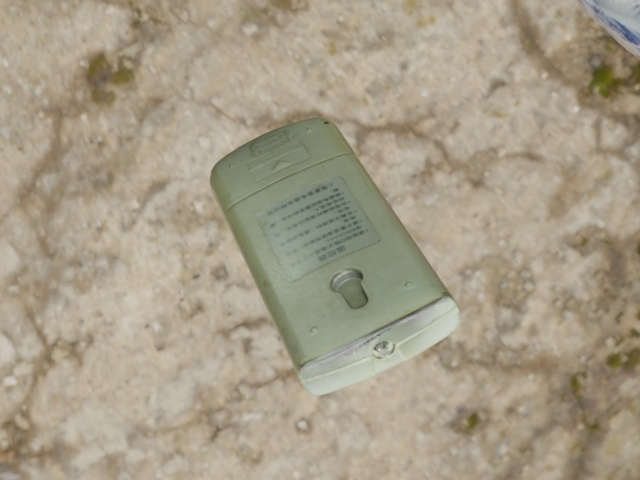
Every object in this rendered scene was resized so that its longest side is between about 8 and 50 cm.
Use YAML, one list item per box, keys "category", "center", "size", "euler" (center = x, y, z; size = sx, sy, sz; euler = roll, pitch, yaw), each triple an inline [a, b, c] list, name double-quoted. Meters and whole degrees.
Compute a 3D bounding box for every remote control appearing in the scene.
- category: "remote control"
  center: [0.000, 0.000, 0.749]
  size: [0.098, 0.233, 0.038]
  euler: [-26, 127, -3]

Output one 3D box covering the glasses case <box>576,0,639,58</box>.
- category: "glasses case"
  center: [0.167, -0.147, 0.323]
  size: [0.248, 0.087, 0.065]
  euler: [-45, 122, 11]
